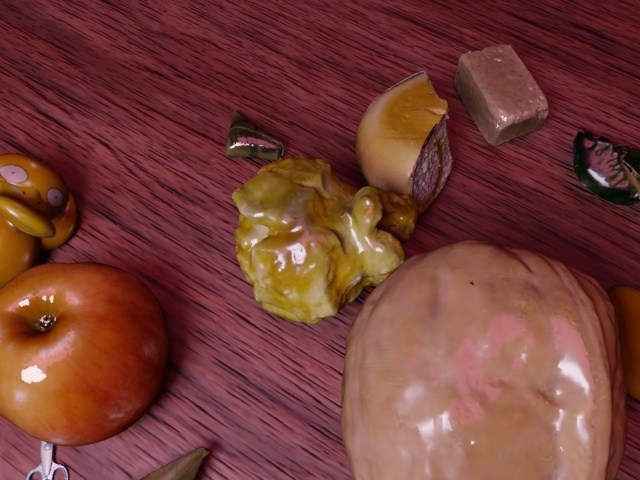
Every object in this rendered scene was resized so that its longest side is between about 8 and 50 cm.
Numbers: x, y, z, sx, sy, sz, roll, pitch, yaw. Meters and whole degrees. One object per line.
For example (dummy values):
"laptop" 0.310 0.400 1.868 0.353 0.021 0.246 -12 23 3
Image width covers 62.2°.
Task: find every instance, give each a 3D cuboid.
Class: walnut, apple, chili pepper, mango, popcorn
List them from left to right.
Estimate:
"apple" -0.324 0.142 0.711 0.242 0.241 0.242 -1 66 2
"popcorn" 0.004 0.000 0.792 0.277 0.225 0.276 -1 69 1
"walnut" 0.198 0.182 0.662 0.382 0.381 0.381 0 66 -1
"mango" 0.488 0.156 0.811 0.102 0.084 0.184 2 55 4
"chili pepper" 0.561 -0.110 0.928 0.265 0.116 0.148 18 78 8

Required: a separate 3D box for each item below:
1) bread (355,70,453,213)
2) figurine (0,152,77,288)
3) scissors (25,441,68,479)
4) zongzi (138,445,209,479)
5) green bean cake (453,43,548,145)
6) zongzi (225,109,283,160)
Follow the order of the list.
"bread" 0.144 -0.168 0.922 0.156 0.158 0.260 17 61 28
"figurine" -0.497 -0.018 0.821 0.215 0.215 0.228 44 95 17
"scissors" -0.391 0.301 0.761 0.058 0.014 0.119 -5 69 -8
"zongzi" -0.214 0.431 0.650 0.274 0.125 0.250 -26 68 -19
"green bean cake" 0.337 -0.278 1.002 0.109 0.085 0.179 -16 66 -9
"zongzi" -0.117 -0.198 0.981 0.104 0.052 0.113 7 52 -6
